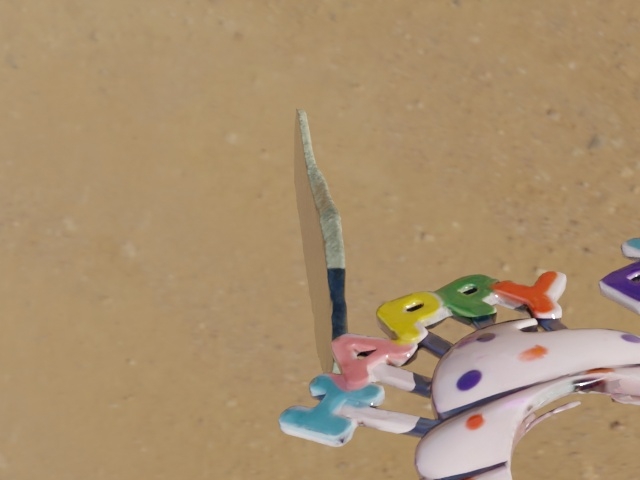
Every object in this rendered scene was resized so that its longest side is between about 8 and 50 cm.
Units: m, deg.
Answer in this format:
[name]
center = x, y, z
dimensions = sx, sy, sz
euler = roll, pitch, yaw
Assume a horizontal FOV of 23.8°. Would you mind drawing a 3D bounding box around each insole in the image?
[insole]
center = 0.000, 0.000, 0.658
dimensions = 0.010, 0.192, 0.063
euler = -1, 121, -5

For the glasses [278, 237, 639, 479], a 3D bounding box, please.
[glasses]
center = 0.121, 0.054, 0.484
dimensions = 0.162, 0.255, 0.095
euler = -125, 26, -48
